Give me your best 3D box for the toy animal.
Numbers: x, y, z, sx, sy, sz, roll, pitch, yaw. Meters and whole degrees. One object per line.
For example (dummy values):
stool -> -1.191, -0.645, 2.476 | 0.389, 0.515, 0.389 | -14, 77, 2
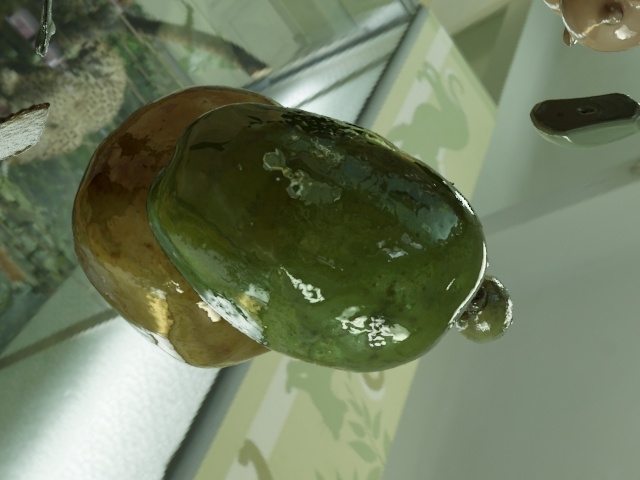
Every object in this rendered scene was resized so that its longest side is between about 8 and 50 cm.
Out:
toy animal -> 0.366, -0.322, 1.054 | 0.165, 0.149, 0.248 | -24, -164, 21

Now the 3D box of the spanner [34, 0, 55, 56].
spanner -> -0.340, -0.329, 1.047 | 0.254, 0.015, 0.054 | 121, -16, -53

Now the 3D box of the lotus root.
lotus root -> 0.216, 0.090, 1.114 | 0.077, 0.090, 0.183 | -9, 166, 13

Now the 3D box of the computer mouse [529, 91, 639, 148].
computer mouse -> 0.400, -0.175, 1.243 | 0.182, 0.056, 0.089 | -9, -131, -2

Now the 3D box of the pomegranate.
pomegranate -> -0.138, -0.008, 1.175 | 0.417, 0.416, 0.416 | -33, -158, 15

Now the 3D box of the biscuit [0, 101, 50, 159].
biscuit -> -0.432, -0.093, 0.978 | 0.232, 0.013, 0.237 | -27, -176, -23

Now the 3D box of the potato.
potato -> 0.001, 0.000, 0.742 | 0.216, 0.304, 0.215 | -48, -154, 34
